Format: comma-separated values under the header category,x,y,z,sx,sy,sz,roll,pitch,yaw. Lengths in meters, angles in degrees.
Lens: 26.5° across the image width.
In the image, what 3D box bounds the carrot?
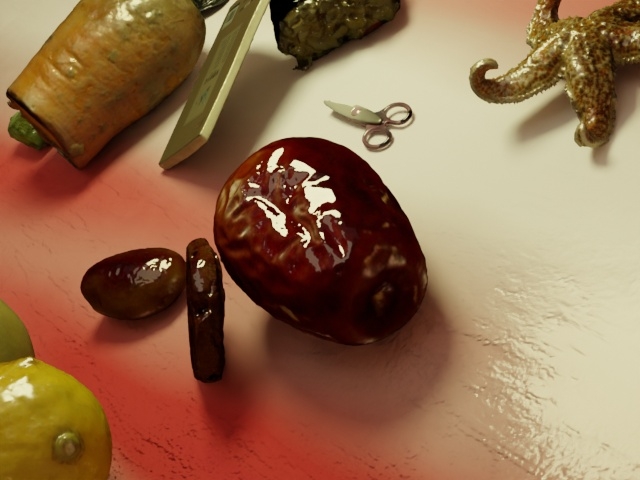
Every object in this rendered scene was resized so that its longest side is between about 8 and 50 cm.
category,x,y,z,sx,sy,sz,roll,pitch,yaw
carrot,-0.359,-0.301,2.306,0.341,0.224,0.224,-45,35,-7

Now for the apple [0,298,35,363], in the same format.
category,x,y,z,sx,sy,sz,roll,pitch,yaw
apple,-0.529,0.174,1.873,0.262,0.262,0.262,-24,37,19

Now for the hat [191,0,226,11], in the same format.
category,x,y,z,sx,sy,sz,roll,pitch,yaw
hat,-0.216,-0.460,2.510,0.121,0.050,0.121,-24,34,18

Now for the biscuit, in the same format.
category,x,y,z,sx,sy,sz,roll,pitch,yaw
biscuit,-0.146,0.091,1.724,0.049,0.192,0.192,0,38,-7

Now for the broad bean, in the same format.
category,x,y,z,sx,sy,sz,roll,pitch,yaw
broad bean,-0.261,0.061,1.930,0.165,0.084,0.114,-1,65,33

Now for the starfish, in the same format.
category,x,y,z,sx,sy,sz,roll,pitch,yaw
starfish,0.352,-0.248,1.713,0.303,0.113,0.312,-5,43,39

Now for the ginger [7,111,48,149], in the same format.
category,x,y,z,sx,sy,sz,roll,pitch,yaw
ginger,-0.454,-0.279,2.487,0.290,0.089,0.137,-41,20,0

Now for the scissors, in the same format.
category,x,y,z,sx,sy,sz,roll,pitch,yaw
scissors,0.060,-0.180,1.967,0.085,0.022,0.176,-51,39,-10

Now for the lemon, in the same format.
category,x,y,z,sx,sy,sz,roll,pitch,yaw
lemon,-0.381,0.261,1.678,0.288,0.233,0.233,-6,45,47

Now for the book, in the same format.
category,x,y,z,sx,sy,sz,roll,pitch,yaw
book,-0.158,-0.268,2.134,0.217,0.021,0.310,-21,45,65

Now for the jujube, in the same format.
category,x,y,z,sx,sy,sz,roll,pitch,yaw
jujube,0.000,0.000,1.662,0.223,0.223,0.318,-41,39,-4

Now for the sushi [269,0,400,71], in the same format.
category,x,y,z,sx,sy,sz,roll,pitch,yaw
sushi,0.015,-0.372,2.119,0.212,0.147,0.115,-19,39,20
